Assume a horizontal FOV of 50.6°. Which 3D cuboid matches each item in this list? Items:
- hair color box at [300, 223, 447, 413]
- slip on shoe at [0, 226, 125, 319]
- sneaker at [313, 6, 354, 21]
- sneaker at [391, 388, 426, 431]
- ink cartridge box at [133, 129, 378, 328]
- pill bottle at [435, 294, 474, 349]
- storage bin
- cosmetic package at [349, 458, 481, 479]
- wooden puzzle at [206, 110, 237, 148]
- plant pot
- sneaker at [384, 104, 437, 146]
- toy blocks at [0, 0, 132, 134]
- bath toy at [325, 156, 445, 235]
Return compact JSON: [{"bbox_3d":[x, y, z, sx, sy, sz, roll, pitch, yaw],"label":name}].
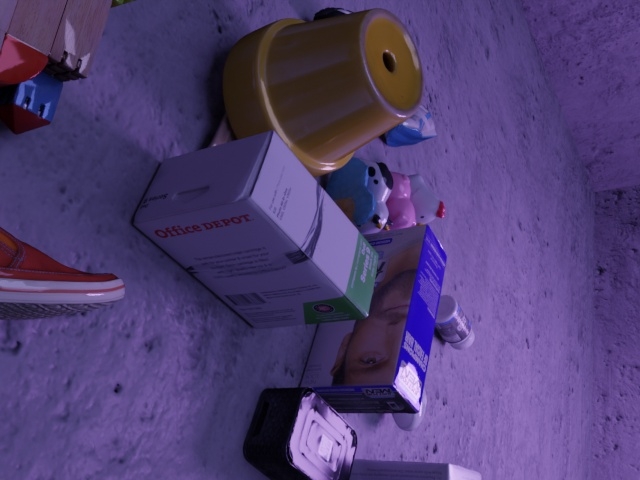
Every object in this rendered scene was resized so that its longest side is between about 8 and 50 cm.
[{"bbox_3d":[0.104,0.138,1.224,0.110,0.185,0.339,50,43,-38],"label":"hair color box"},{"bbox_3d":[-0.332,0.019,0.657,0.331,0.123,0.101,18,63,-49],"label":"slip on shoe"},{"bbox_3d":[0.075,-0.346,1.385,0.283,0.107,0.124,41,55,-44],"label":"sneaker"},{"bbox_3d":[0.135,0.268,1.343,0.115,0.090,0.232,-3,76,-50],"label":"sneaker"},{"bbox_3d":[-0.080,-0.001,0.952,0.289,0.211,0.122,48,45,-40],"label":"ink cartridge box"},{"bbox_3d":[0.317,0.200,1.631,0.137,0.078,0.078,52,43,-37],"label":"pill bottle"},{"bbox_3d":[-0.026,0.323,1.070,0.180,0.084,0.122,51,43,-36],"label":"storage bin"},{"bbox_3d":[0.151,0.582,1.157,0.156,0.217,0.385,32,58,-49],"label":"cosmetic package"},{"bbox_3d":[-0.091,-0.155,1.139,0.221,0.044,0.239,50,48,-39],"label":"wooden puzzle"},{"bbox_3d":[0.019,-0.239,1.051,0.254,0.239,0.254,16,68,-47],"label":"plant pot"},{"bbox_3d":[0.201,-0.275,1.582,0.228,0.087,0.092,-16,89,-64],"label":"sneaker"},{"bbox_3d":[-0.363,-0.229,0.645,0.381,0.190,0.261,27,72,-50],"label":"toy blocks"},{"bbox_3d":[0.148,-0.076,1.401,0.348,0.129,0.151,2,114,-56],"label":"bath toy"}]
